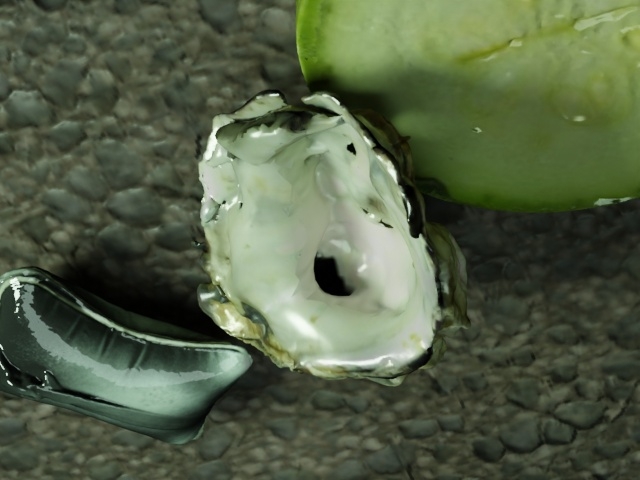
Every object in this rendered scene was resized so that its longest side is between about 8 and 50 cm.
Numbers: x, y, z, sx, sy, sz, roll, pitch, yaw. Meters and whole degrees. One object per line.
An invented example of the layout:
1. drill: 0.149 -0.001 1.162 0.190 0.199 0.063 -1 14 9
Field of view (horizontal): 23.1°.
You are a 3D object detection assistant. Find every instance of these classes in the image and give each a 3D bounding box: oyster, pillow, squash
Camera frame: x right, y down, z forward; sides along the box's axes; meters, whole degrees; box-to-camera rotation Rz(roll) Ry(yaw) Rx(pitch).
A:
1. oyster: 0.000 0.000 0.725 0.191 0.081 0.163 -15 116 43
2. pillow: -0.110 0.061 0.798 0.136 0.055 0.091 18 110 -18
3. squash: 0.099 -0.095 0.672 0.219 0.041 0.219 0 131 0
